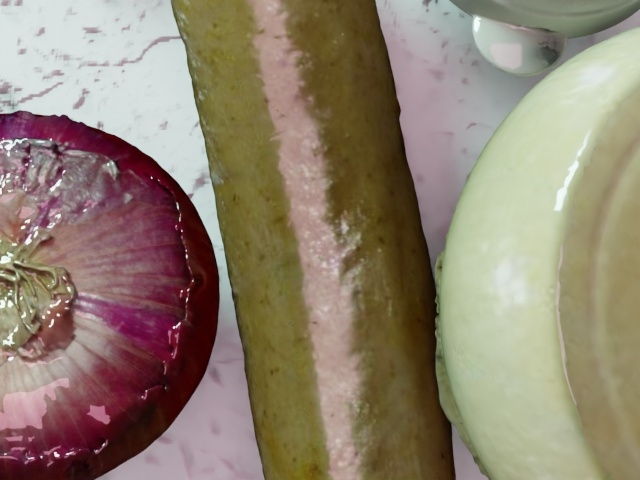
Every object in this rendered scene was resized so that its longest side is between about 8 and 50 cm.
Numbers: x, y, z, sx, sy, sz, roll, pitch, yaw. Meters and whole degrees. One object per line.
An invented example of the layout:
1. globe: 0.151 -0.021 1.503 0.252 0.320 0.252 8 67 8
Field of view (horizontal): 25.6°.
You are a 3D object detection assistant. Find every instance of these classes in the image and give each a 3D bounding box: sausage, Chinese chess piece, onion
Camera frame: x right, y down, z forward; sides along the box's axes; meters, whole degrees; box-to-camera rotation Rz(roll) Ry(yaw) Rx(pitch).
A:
1. sausage: 0.001 0.000 0.841 0.123 0.136 0.501 -10 90 11
2. Chinese chess piece: 0.229 0.040 0.808 0.338 0.140 0.338 1 87 -24
3. onion: -0.184 0.037 0.819 0.248 0.161 0.248 0 88 -14

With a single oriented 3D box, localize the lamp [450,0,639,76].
1. lamp: 0.152 -0.223 0.867 0.246 0.108 0.179 -43 87 -11
